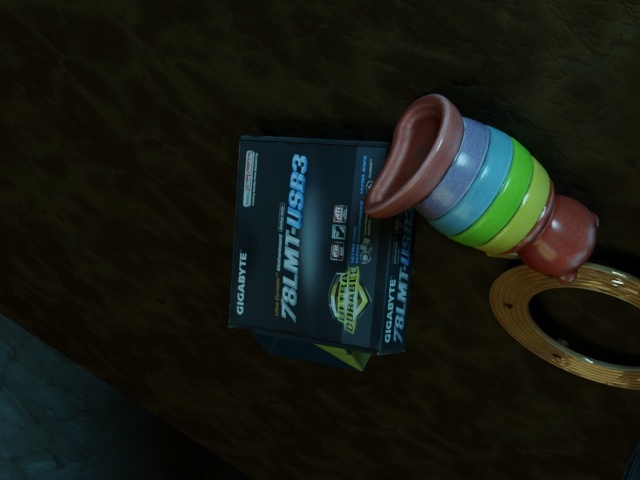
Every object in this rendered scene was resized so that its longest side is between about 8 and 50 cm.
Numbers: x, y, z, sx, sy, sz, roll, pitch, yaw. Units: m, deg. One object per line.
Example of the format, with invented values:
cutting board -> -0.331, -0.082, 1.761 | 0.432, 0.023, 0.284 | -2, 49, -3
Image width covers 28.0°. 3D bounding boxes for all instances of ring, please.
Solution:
ring -> 0.412, 0.120, 1.879 | 0.337, 0.032, 0.336 | 21, 153, 11

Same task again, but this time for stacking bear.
stacking bear -> 0.232, -0.051, 1.670 | 0.289, 0.175, 0.164 | 29, 162, -18

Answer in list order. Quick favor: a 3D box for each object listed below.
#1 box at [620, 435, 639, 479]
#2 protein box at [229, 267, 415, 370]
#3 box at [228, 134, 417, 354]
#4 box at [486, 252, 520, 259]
box -> 0.616, 0.482, 2.073 | 0.307, 0.242, 0.076 | 28, 153, 6
protein box -> 0.005, 0.076, 2.041 | 0.200, 0.201, 0.136 | 6, 144, 39
box -> 0.000, 0.000, 1.854 | 0.293, 0.295, 0.073 | 7, -176, 38
box -> 0.253, -0.024, 1.819 | 0.081, 0.028, 0.136 | 7, 147, 38
